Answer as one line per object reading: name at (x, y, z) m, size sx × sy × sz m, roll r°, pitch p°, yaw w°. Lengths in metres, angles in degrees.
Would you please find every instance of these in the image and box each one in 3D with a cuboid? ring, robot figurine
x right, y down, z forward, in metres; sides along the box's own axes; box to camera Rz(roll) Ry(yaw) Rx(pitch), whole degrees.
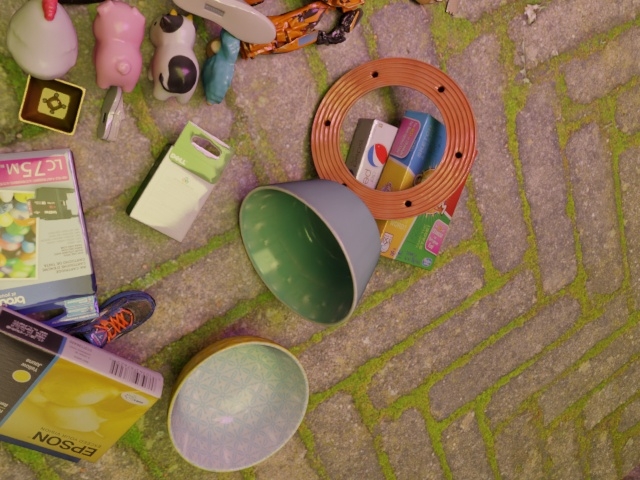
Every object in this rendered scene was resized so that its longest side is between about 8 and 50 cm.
ring at (0.148, -0.209, 1.039) m, size 0.337 × 0.032 × 0.336 m, roll 0°, pitch 89°, yaw 11°
robot figurine at (-0.039, -0.463, 0.956) m, size 0.291 × 0.085 × 0.211 m, roll -28°, pitch 114°, yaw -16°

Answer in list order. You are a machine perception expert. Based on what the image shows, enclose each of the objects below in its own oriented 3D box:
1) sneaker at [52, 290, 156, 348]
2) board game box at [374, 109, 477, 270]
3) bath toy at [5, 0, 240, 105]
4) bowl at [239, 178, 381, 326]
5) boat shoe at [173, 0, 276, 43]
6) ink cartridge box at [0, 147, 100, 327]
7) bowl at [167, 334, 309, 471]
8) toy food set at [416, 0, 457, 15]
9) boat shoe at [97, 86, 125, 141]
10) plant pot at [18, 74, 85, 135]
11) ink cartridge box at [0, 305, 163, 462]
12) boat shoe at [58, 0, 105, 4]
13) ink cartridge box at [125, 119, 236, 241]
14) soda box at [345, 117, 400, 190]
sneaker at (-0.415, 0.173, 0.951) m, size 0.221 × 0.087 × 0.083 m, roll -30°, pitch 116°, yaw -15°
board game box at (0.227, -0.104, 1.157) m, size 0.242 × 0.064 × 0.316 m, roll 16°, pitch 96°, yaw -46°
bath toy at (-0.308, -0.324, 0.819) m, size 0.348 × 0.129 × 0.151 m, roll -3°, pitch 63°, yaw -36°
bowl at (0.000, 0.000, 1.011) m, size 0.163 × 0.312 × 0.311 m, roll -35°, pitch 118°, yaw -35°
boat shoe at (-0.158, -0.394, 0.843) m, size 0.184 × 0.066 × 0.063 m, roll 13°, pitch 62°, yaw -23°
ink cartridge box at (-0.496, 0.007, 0.854) m, size 0.186 × 0.065 × 0.310 m, roll -10°, pitch 100°, yaw -23°
bowl at (-0.187, 0.315, 1.063) m, size 0.290 × 0.156 × 0.289 m, roll -8°, pitch 108°, yaw -24°
toy food set at (0.242, -0.578, 1.087) m, size 0.192 × 0.038 × 0.132 m, roll 6°, pitch 101°, yaw -27°
boat shoe at (-0.367, -0.225, 0.897) m, size 0.035 × 0.035 × 0.100 m, roll 9°, pitch 97°, yaw -55°
plant pot at (-0.440, -0.226, 0.829) m, size 0.082 × 0.083 × 0.081 m, roll 15°, pitch 97°, yaw -28°
ink cartridge box at (-0.501, 0.296, 0.898) m, size 0.304 × 0.072 × 0.307 m, roll 34°, pitch 107°, yaw -29°
boat shoe at (-0.321, -0.465, 0.816) m, size 0.307 × 0.111 × 0.104 m, roll -27°, pitch 111°, yaw -28°
ink cartridge box at (-0.266, -0.114, 0.957) m, size 0.109 × 0.062 × 0.209 m, roll 31°, pitch 89°, yaw -29°
soda box at (0.099, -0.158, 1.119) m, size 0.074 × 0.069 × 0.216 m, roll 13°, pitch 99°, yaw -29°
